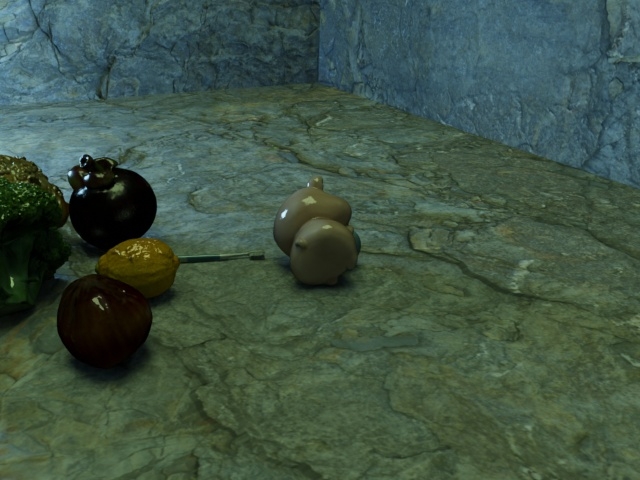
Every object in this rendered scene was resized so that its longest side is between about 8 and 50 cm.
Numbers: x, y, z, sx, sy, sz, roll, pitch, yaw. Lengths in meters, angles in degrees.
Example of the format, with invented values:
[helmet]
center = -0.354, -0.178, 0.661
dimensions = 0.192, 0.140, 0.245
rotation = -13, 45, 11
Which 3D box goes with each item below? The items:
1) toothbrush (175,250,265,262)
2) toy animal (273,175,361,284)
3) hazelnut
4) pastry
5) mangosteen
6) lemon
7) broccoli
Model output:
[toothbrush]
center = -0.277, 0.044, 1.809
dimensions = 0.275, 0.019, 0.025
rotation = -3, 31, -12
[toy animal]
center = -0.014, -0.005, 1.725
dimensions = 0.229, 0.210, 0.221
rotation = 41, 21, -2
[hazelnut]
center = -0.410, 0.149, 1.353
dimensions = 0.177, 0.178, 0.204
rotation = -3, 23, -10
[pastry]
center = -0.772, -0.125, 1.782
dimensions = 0.255, 0.162, 0.311
rotation = 32, 3, 10
[mangosteen]
center = -0.548, -0.108, 1.837
dimensions = 0.228, 0.265, 0.228
rotation = -13, 33, 8
[lemon]
center = -0.408, 0.064, 1.592
dimensions = 0.187, 0.142, 0.142
rotation = -3, 23, -17
[broccoli]
center = -0.727, 0.012, 1.506
dimensions = 0.321, 0.310, 0.413
rotation = 8, -12, 1
